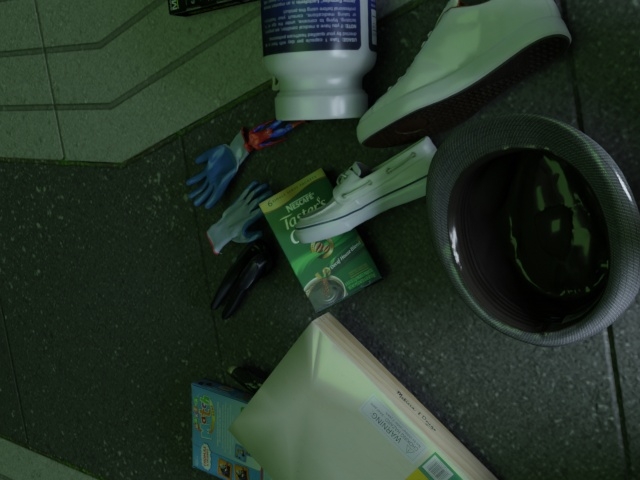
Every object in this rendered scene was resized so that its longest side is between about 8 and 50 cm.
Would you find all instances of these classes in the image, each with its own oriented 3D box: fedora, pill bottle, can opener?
[{"bbox_3d":[0.256,-0.020,0.882,0.244,0.124,0.275,-17,97,40],"label":"fedora"},{"bbox_3d":[-0.002,-0.293,1.006,0.153,0.153,0.264,4,101,36],"label":"pill bottle"},{"bbox_3d":[-0.132,0.064,1.233,0.059,0.073,0.186,50,133,9],"label":"can opener"}]

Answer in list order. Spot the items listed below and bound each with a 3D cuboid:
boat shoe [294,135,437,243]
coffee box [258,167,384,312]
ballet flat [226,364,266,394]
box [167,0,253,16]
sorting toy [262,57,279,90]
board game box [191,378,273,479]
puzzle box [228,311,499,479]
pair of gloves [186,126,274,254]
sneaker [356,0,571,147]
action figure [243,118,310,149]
[{"bbox_3d":[0.059,-0.071,1.023,0.226,0.083,0.075,-24,102,13],"label":"boat shoe"},{"bbox_3d":[0.000,0.000,1.104,0.113,0.040,0.184,-28,80,9],"label":"coffee box"},{"bbox_3d":[-0.078,0.234,1.236,0.173,0.057,0.049,16,75,29],"label":"ballet flat"},{"bbox_3d":[-0.167,-0.453,1.168,0.184,0.045,0.190,0,100,39],"label":"box"},{"bbox_3d":[-0.056,-0.259,1.125,0.075,0.045,0.083,-24,84,45],"label":"sorting toy"},{"bbox_3d":[-0.133,0.337,1.295,0.212,0.039,0.160,9,104,35],"label":"board game box"},{"bbox_3d":[0.073,0.336,1.103,0.409,0.052,0.272,45,121,13],"label":"puzzle box"},{"bbox_3d":[-0.145,-0.073,1.211,0.159,0.023,0.198,-39,61,32],"label":"pair of gloves"},{"bbox_3d":[0.158,-0.218,0.946,0.290,0.106,0.123,-29,68,31],"label":"sneaker"},{"bbox_3d":[-0.069,-0.165,1.151,0.115,0.030,0.038,-24,89,23],"label":"action figure"}]
